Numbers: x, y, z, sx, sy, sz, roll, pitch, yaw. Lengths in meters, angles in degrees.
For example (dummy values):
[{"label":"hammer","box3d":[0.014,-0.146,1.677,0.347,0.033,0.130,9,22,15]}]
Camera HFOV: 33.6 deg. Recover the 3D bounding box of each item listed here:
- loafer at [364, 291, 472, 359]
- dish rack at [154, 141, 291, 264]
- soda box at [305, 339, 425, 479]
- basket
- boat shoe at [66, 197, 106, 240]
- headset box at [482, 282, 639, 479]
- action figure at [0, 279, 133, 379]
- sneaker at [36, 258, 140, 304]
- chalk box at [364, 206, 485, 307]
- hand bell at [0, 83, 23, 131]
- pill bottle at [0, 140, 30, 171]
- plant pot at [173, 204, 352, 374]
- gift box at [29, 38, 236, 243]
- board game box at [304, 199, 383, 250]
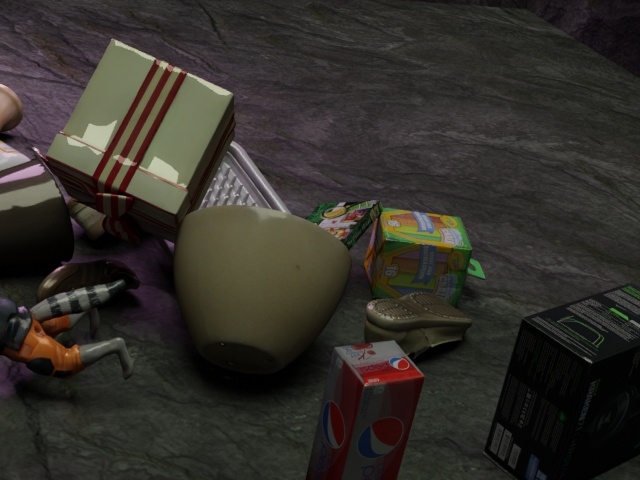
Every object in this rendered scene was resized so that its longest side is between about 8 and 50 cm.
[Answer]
[{"label":"loafer","box3d":[0.156,0.148,1.795,0.268,0.092,0.102,4,25,-48]},{"label":"dish rack","box3d":[-0.204,-0.048,1.965,0.285,0.072,0.333,-14,57,-38]},{"label":"soda box","box3d":[0.048,0.259,1.345,0.092,0.263,0.083,-5,31,-27]},{"label":"basket","box3d":[-0.563,-0.027,1.797,0.227,0.154,0.204,-16,61,-33]},{"label":"boat shoe","box3d":[-0.362,-0.081,2.041,0.098,0.109,0.302,55,34,0]},{"label":"headset box","box3d":[0.407,0.217,1.582,0.283,0.246,0.131,-12,34,-39]},{"label":"action figure","box3d":[-0.470,0.106,1.555,0.330,0.179,0.341,6,27,-30]},{"label":"sneaker","box3d":[-0.379,0.074,1.751,0.071,0.066,0.188,25,28,28]},{"label":"chalk box","box3d":[0.204,0.033,1.978,0.213,0.132,0.132,6,28,-9]},{"label":"hand bell","box3d":[-0.701,-0.210,2.168,0.126,0.126,0.242,9,38,-4]},{"label":"pill bottle","box3d":[-0.611,-0.125,1.996,0.208,0.118,0.117,28,32,30]},{"label":"plant pot","box3d":[-0.104,0.097,1.649,0.284,0.284,0.191,11,64,-1]},{"label":"gift box","box3d":[-0.308,-0.145,1.750,0.276,0.258,0.255,22,-14,6]},{"label":"board game box","box3d":[0.000,0.000,1.895,0.136,0.030,0.260,-6,26,32]}]
